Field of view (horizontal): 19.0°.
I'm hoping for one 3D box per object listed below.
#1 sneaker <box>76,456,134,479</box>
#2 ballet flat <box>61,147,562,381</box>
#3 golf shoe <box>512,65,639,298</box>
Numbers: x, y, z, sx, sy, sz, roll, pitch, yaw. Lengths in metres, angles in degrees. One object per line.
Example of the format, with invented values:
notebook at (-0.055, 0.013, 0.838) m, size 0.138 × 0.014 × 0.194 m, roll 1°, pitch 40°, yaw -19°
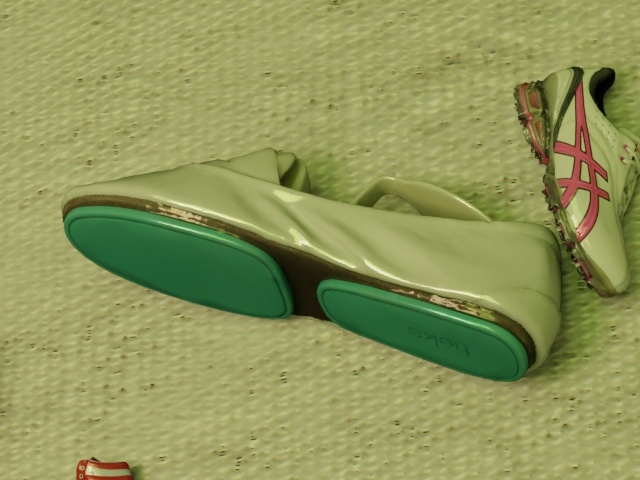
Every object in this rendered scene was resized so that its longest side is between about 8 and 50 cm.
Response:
sneaker at (-0.197, 0.212, 1.507) m, size 0.118 × 0.042 × 0.067 m, roll -19°, pitch 72°, yaw 4°
ballet flat at (0.000, 0.000, 1.473) m, size 0.400 × 0.139 × 0.139 m, roll 15°, pitch 79°, yaw 18°
golf shoe at (0.206, -0.049, 1.436) m, size 0.086 × 0.067 × 0.186 m, roll -19°, pitch 68°, yaw 11°
